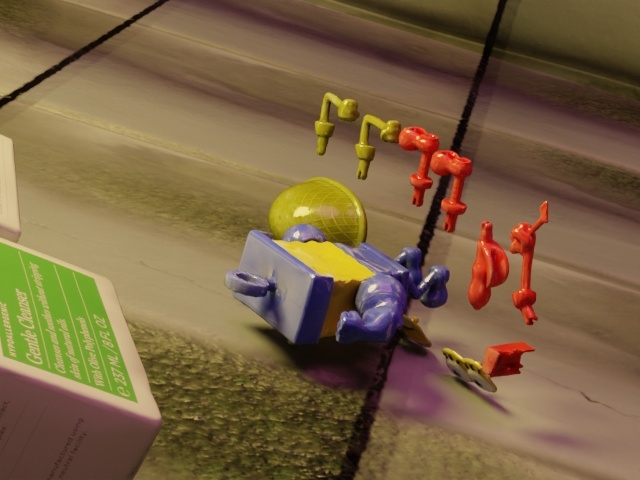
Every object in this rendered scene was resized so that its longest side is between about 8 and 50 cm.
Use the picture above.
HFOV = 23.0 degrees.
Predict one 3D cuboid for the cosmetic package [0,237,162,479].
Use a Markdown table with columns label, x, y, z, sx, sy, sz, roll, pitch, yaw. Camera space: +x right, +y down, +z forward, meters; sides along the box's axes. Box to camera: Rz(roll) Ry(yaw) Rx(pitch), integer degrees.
| label | x | y | z | sx | sy | sz | roll | pitch | yaw |
| --- | --- | --- | --- | --- | --- | --- | --- | --- | --- |
| cosmetic package | -0.298 | 0.062 | 0.902 | 0.366 | 0.155 | 0.197 | 24 | 16 | -28 |

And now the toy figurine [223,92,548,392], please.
| label | x | y | z | sx | sy | sz | roll | pitch | yaw |
| --- | --- | --- | --- | --- | --- | --- | --- | --- | --- |
| toy figurine | 0.000 | 0.000 | 1.375 | 0.217 | 0.191 | 0.362 | -5 | 27 | -35 |

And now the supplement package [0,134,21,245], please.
| label | x | y | z | sx | sy | sz | roll | pitch | yaw |
| --- | --- | --- | --- | --- | --- | --- | --- | --- | --- |
| supplement package | -0.374 | -0.025 | 1.060 | 0.293 | 0.175 | 0.177 | 25 | 17 | -22 |
